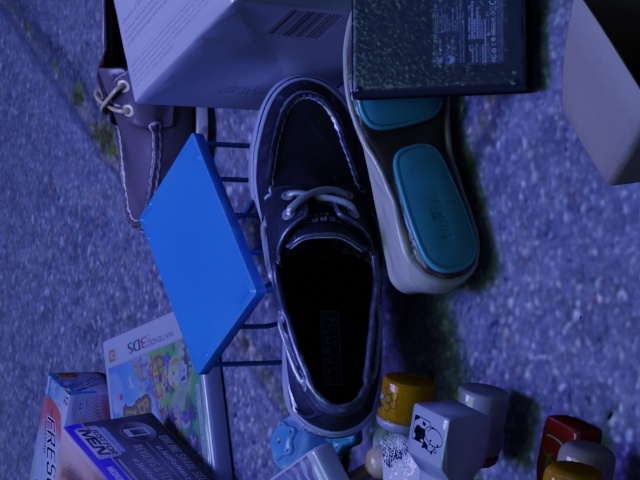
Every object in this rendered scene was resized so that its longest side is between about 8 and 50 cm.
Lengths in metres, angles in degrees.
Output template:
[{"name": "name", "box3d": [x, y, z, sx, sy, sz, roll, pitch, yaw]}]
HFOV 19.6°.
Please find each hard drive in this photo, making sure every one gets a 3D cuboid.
[{"name": "hard drive", "box3d": [0.089, -0.154, 1.376, 0.135, 0.022, 0.094, -1, 88, 19]}]

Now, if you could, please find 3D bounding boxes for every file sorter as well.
[{"name": "file sorter", "box3d": [-0.065, 0.012, 1.594, 0.118, 0.104, 0.170, -54, 47, 41]}]

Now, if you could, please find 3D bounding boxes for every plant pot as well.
[{"name": "plant pot", "box3d": [0.216, -0.096, 1.192, 0.096, 0.109, 0.109, 110, 143, -47]}]

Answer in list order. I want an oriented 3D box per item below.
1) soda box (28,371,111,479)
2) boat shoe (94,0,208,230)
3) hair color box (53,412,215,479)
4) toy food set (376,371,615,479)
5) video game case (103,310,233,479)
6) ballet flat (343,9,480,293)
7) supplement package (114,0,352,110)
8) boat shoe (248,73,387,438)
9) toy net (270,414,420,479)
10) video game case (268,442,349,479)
[{"name": "soda box", "box3d": [-0.258, 0.228, 1.910, 0.058, 0.063, 0.183, 33, 116, 52]}, {"name": "boat shoe", "box3d": [-0.166, -0.164, 1.753, 0.116, 0.096, 0.324, 11, 98, 55]}, {"name": "hair color box", "box3d": [-0.182, 0.354, 1.731, 0.185, 0.110, 0.339, 39, 124, 46]}, {"name": "toy food set", "box3d": [0.127, 0.174, 1.300, 0.232, 0.111, 0.105, 22, 107, 51]}, {"name": "video game case", "box3d": [-0.148, 0.181, 1.785, 0.193, 0.023, 0.212, -24, 70, 53]}, {"name": "ballet flat", "box3d": [0.062, -0.074, 1.439, 0.086, 0.086, 0.248, -27, 68, 52]}, {"name": "supplement package", "box3d": [-0.070, -0.277, 1.542, 0.175, 0.177, 0.293, -39, 59, 49]}, {"name": "boat shoe", "box3d": [0.000, 0.000, 1.452, 0.102, 0.108, 0.301, 99, 169, -71]}, {"name": "toy net", "box3d": [0.039, 0.157, 1.499, 0.232, 0.045, 0.122, 12, 85, 53]}, {"name": "video game case", "box3d": [0.004, 0.284, 1.503, 0.183, 0.023, 0.201, -43, 70, 52]}]
